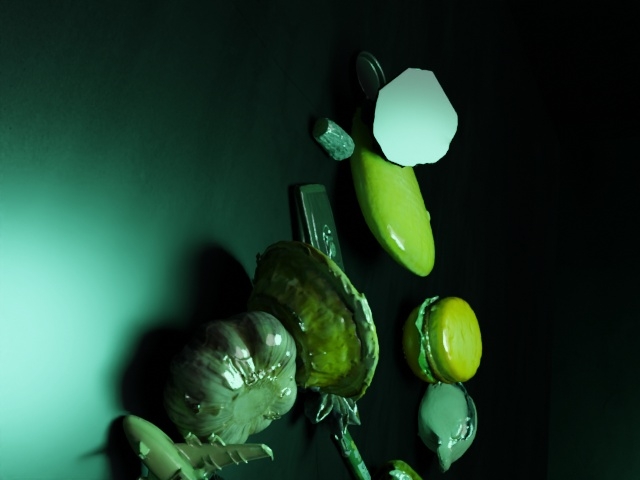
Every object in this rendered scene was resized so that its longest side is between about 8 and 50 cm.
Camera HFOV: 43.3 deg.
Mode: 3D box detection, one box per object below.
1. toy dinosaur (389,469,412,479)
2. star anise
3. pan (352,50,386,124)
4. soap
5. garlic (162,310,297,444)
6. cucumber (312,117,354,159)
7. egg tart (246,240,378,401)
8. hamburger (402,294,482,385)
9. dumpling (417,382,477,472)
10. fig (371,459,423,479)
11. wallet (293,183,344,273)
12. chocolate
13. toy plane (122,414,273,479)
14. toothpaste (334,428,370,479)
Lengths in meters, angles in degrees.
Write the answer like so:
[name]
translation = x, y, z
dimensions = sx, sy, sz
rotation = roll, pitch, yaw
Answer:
[toy dinosaur]
translation = 0.232, 0.700, 1.792
dimensions = 0.393, 0.092, 0.205
rotation = 49, 65, -16
[star anise]
translation = 0.018, 0.317, 1.664
dimensions = 0.230, 0.081, 0.262
rotation = 27, 52, -59
[pan]
translation = 0.113, -0.366, 1.976
dimensions = 0.136, 0.028, 0.235
rotation = 46, 40, -35
[soap]
translation = 0.170, -0.106, 1.951
dimensions = 0.306, 0.115, 0.427
rotation = 46, 27, -45
[garlic]
translation = -0.147, 0.216, 1.288
dimensions = 0.245, 0.160, 0.245
rotation = -23, 130, -30
[cucumber]
translation = 0.028, -0.225, 1.784
dimensions = 0.112, 0.064, 0.064
rotation = 40, 52, -53
[egg tart]
translation = -0.034, 0.154, 1.401
dimensions = 0.120, 0.315, 0.315
rotation = -29, 113, -36
[hamburger]
translation = 0.307, 0.265, 2.130
dimensions = 0.246, 0.170, 0.246
rotation = 21, 62, -47
[dumpling]
translation = 0.359, 0.500, 2.211
dimensions = 0.204, 0.163, 0.293
rotation = 56, 28, -37
[fig]
translation = 0.182, 0.600, 1.890
dimensions = 0.154, 0.144, 0.165
rotation = 57, 6, 27
[wallet]
translation = 0.000, 0.000, 1.719
dimensions = 0.168, 0.052, 0.245
rotation = -13, 95, -66
[chocolate]
translation = 0.183, -0.281, 1.916
dimensions = 0.206, 0.177, 0.224
rotation = -39, 110, -11
[toy plane]
translation = -0.197, 0.354, 1.181
dimensions = 0.256, 0.242, 0.104
rotation = 48, 1, -18
[toothpaste]
translation = 0.074, 0.487, 1.802
dimensions = 0.204, 0.031, 0.049
rotation = 66, 32, -29
